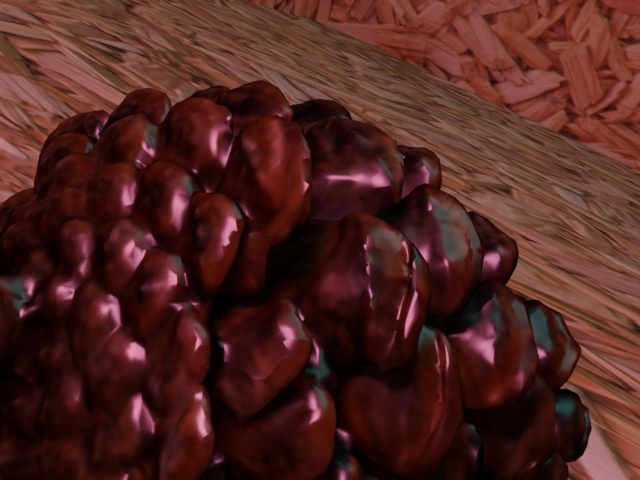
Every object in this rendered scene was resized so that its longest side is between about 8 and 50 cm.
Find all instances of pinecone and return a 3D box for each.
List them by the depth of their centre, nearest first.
[{"bbox_3d":[-0.020,0.050,0.573,0.272,0.224,0.224,17,13,-35],"label":"pinecone"}]
